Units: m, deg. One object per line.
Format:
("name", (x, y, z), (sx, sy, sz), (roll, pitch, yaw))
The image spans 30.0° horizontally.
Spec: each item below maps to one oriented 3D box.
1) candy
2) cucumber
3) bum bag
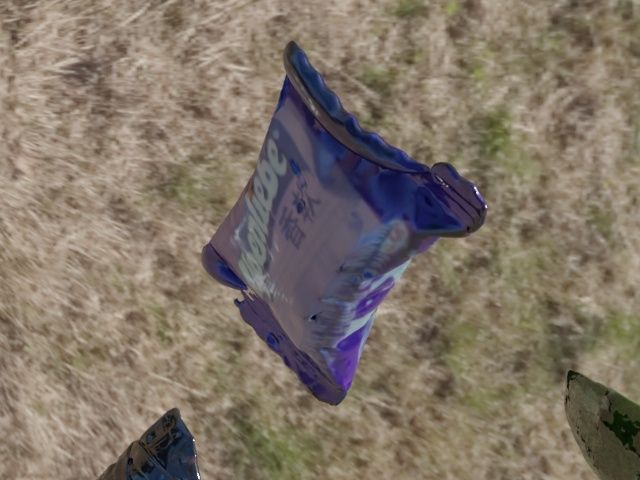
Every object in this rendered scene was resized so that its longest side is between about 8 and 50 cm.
("candy", (0.000, 0.000, 0.723), (0.070, 0.275, 0.145), (-35, 76, -31))
("cucumber", (0.115, 0.080, 0.401), (0.067, 0.107, 0.035), (31, 92, -26))
("bum bag", (-0.128, 0.171, 0.824), (0.124, 0.058, 0.034), (-45, 151, 22))
